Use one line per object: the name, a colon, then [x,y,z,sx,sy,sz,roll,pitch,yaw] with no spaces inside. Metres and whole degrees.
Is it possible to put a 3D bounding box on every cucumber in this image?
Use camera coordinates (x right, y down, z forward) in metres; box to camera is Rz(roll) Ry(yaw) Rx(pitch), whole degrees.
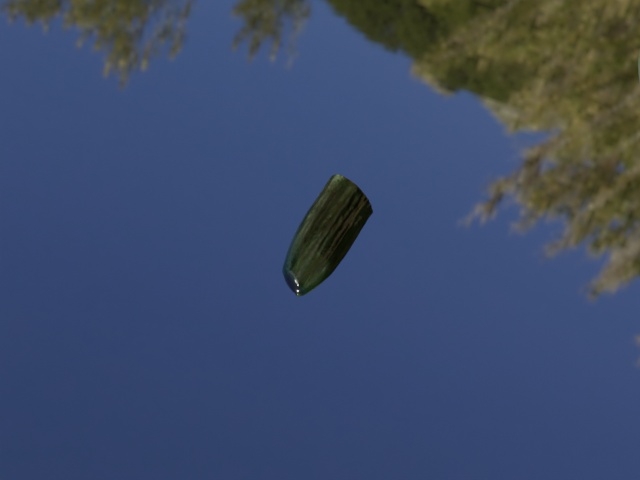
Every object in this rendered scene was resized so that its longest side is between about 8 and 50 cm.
cucumber: [0.000,0.000,1.322,0.048,0.048,0.105,27,-108,17]

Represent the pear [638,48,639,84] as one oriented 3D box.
pear: [0.336,-0.111,1.137,0.216,0.180,0.166,26,-164,39]
